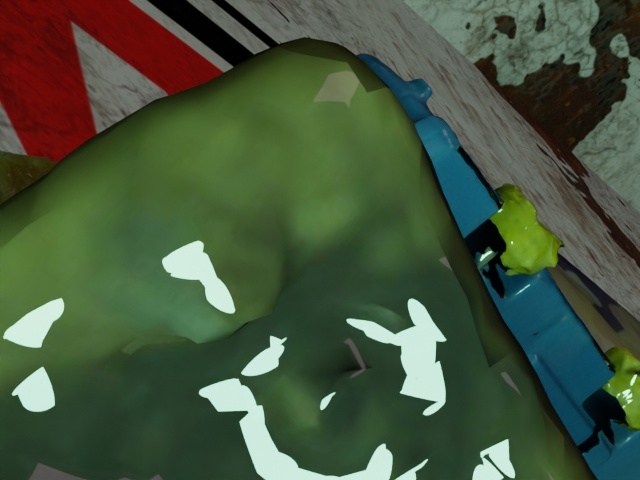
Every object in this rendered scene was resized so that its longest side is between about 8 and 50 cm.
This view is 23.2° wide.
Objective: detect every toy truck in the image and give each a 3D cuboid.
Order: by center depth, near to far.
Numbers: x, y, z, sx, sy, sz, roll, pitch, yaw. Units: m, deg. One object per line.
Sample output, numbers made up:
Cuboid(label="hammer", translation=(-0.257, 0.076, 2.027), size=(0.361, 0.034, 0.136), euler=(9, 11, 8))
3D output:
Cuboid(label="toy truck", translation=(0.080, 0.057, 0.958), size=(0.385, 0.161, 0.162), euler=(49, 3, -45))

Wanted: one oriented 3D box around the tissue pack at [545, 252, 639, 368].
Cuboid(label="tissue pack", translation=(0.221, 0.124, 1.309), size=(0.344, 0.125, 0.242), euler=(38, 18, -28))

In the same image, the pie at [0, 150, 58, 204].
Cuboid(label="pie", translation=(-0.094, 0.068, 0.737), size=(0.302, 0.067, 0.302), euler=(41, 18, -16))

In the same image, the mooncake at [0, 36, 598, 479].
Cuboid(label="mooncake", translation=(0.020, 0.180, 0.399), size=(0.393, 0.246, 0.394), euler=(54, 3, -28))
